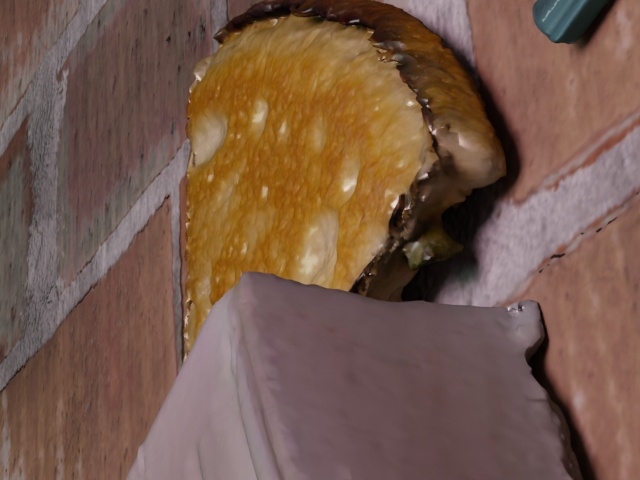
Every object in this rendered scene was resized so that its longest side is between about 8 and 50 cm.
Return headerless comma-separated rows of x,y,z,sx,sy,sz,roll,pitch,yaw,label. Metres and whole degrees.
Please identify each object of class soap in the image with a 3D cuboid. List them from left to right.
-0.009,0.273,1.027,0.435,0.213,0.350,-62,32,32,soap

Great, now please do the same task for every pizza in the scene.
0.007,-0.032,1.257,0.392,0.080,0.435,-36,50,54,pizza

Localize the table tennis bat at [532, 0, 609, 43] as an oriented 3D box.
0.190,-0.190,1.007,0.201,0.033,0.124,-51,34,36,table tennis bat
